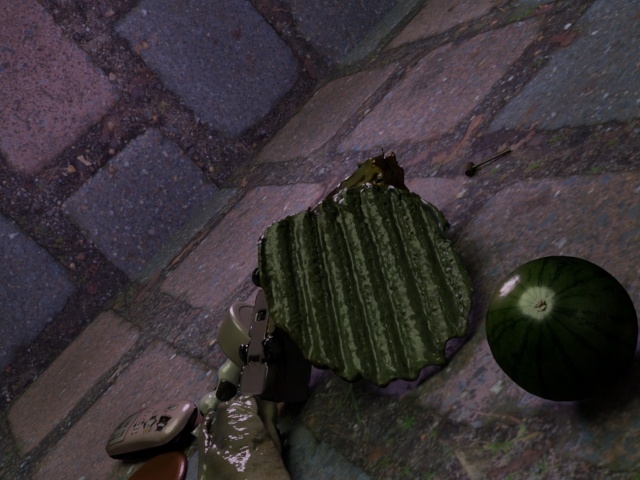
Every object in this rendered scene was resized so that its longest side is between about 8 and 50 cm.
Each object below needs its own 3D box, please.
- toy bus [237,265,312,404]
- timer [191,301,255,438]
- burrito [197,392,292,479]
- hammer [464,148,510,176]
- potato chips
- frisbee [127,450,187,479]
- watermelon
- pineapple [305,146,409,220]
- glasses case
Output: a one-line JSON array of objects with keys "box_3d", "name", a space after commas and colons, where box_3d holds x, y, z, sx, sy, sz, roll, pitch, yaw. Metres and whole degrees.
[{"box_3d": [-0.067, 0.154, 1.588, 0.112, 0.138, 0.317, -9, 64, 54], "name": "toy bus"}, {"box_3d": [-0.185, 0.283, 1.735, 0.266, 0.175, 0.175, -55, 16, 15], "name": "timer"}, {"box_3d": [-0.136, 0.403, 1.371, 0.190, 0.135, 0.332, -34, 23, 4], "name": "burrito"}, {"box_3d": [0.365, -0.176, 1.790, 0.110, 0.019, 0.035, -28, 24, 31], "name": "hammer"}, {"box_3d": [0.074, 0.068, 1.455, 0.358, 0.070, 0.429, -19, 54, 5], "name": "potato chips"}, {"box_3d": [-0.373, 0.539, 1.704, 0.251, 0.021, 0.251, -36, 20, 15], "name": "frisbee"}, {"box_3d": [0.311, 0.115, 1.053, 0.188, 0.214, 0.188, -12, 65, 27], "name": "watermelon"}, {"box_3d": [0.126, -0.017, 1.750, 0.344, 0.209, 0.286, -44, -20, 31], "name": "pineapple"}, {"box_3d": [-0.387, 0.432, 1.866, 0.314, 0.075, 0.122, -24, 22, 45], "name": "glasses case"}]
